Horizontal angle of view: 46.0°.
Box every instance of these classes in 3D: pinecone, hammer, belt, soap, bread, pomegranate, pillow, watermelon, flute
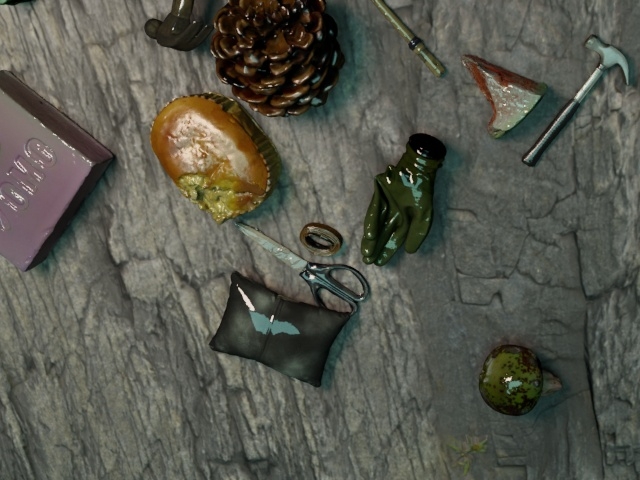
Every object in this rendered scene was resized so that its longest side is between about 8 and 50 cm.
[{"bbox_3d":[-0.076,-0.329,1.275,0.224,0.272,0.224,-3,76,12],"label":"pinecone"},{"bbox_3d":[-0.200,-0.535,1.256,0.168,0.044,0.439,33,113,43],"label":"hammer"},{"bbox_3d":[0.000,0.000,1.467,0.083,0.036,0.059,22,110,3],"label":"belt"},{"bbox_3d":[-0.605,-0.138,1.493,0.285,0.107,0.296,38,108,-1],"label":"soap"},{"bbox_3d":[-0.196,-0.158,1.403,0.179,0.133,0.250,-37,99,14],"label":"bread"},{"bbox_3d":[0.379,0.269,1.455,0.126,0.163,0.138,13,95,46],"label":"pomegranate"},{"bbox_3d":[-0.085,0.182,1.499,0.250,0.106,0.185,20,113,2],"label":"pillow"},{"bbox_3d":[0.325,-0.267,1.303,0.121,0.098,0.158,-21,98,14],"label":"watermelon"},{"bbox_3d":[0.444,-0.229,1.328,0.103,0.029,0.246,32,111,-1],"label":"hammer"},{"bbox_3d":[0.138,-0.379,1.333,0.027,0.027,0.233,-41,97,18],"label":"flute"}]

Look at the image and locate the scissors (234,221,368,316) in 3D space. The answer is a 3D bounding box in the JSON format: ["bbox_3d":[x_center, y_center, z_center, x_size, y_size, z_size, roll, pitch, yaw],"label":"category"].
[{"bbox_3d":[-0.044,0.047,1.497,0.300,0.022,0.109,33,106,0],"label":"scissors"}]

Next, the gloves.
[{"bbox_3d":[0.150,-0.068,1.383,0.135,0.107,0.268,30,113,11],"label":"gloves"}]

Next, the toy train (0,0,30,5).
[{"bbox_3d":[-0.460,-0.555,1.318,0.397,0.160,0.253,-3,112,10],"label":"toy train"}]
